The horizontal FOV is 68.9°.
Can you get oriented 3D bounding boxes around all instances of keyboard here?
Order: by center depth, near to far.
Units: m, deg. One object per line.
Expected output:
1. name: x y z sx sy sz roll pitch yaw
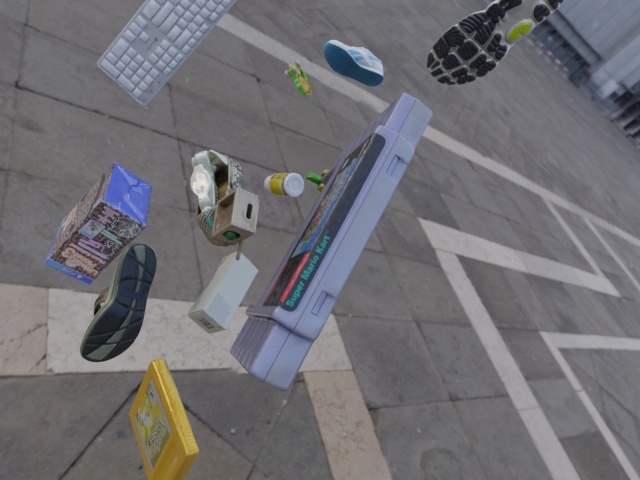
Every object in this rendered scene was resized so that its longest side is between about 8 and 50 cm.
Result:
1. keyboard: -0.155 -0.273 0.542 0.072 0.256 0.014 41 18 -26

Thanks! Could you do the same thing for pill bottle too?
1. pill bottle: -0.104 -0.153 1.281 0.065 0.116 0.065 -7 100 -39

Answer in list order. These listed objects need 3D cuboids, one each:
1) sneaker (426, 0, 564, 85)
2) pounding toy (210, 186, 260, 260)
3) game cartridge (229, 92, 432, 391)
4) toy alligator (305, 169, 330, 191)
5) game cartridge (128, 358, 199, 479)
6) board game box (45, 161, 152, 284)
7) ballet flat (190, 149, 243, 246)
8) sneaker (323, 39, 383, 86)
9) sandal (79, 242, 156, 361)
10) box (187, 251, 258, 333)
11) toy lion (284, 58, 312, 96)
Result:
1. sneaker: 0.321 -0.380 0.839 0.107 0.275 0.110 54 37 -8
2. pounding toy: -0.219 -0.040 1.231 0.100 0.130 0.141 22 59 -34
3. game cartridge: 0.000 0.000 0.587 0.068 0.230 0.354 30 75 -6
4. toy alligator: 0.057 -0.136 1.175 0.190 0.051 0.056 8 60 1
5. game cartridge: -0.476 0.567 1.387 0.053 0.285 0.323 4 37 -40
6. board game box: -0.671 -0.054 1.430 0.141 0.291 0.232 37 21 -34
7. ballet flat: -0.330 -0.177 1.454 0.182 0.164 0.482 55 10 -37
8. sneaker: 0.109 -0.598 1.546 0.229 0.087 0.092 20 59 -29
9. sandal: -0.493 0.151 1.149 0.120 0.086 0.302 37 63 -45
10. box: -0.327 0.173 1.590 0.113 0.094 0.275 50 41 -23
11. toy lion: -0.056 -0.456 1.327 0.096 0.034 0.100 50 28 -25
